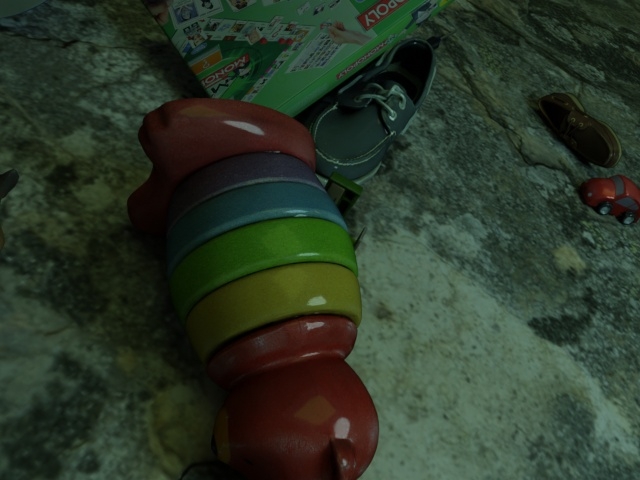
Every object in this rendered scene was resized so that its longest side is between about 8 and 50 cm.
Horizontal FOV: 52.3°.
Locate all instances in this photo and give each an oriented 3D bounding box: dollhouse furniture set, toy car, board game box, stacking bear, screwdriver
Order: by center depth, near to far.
[{"bbox_3d":[-0.042,0.056,0.512,0.164,0.175,0.289,-6,63,-25],"label":"stacking bear"},{"bbox_3d":[0.000,0.000,0.650,0.076,0.058,0.151,30,42,-1],"label":"dollhouse furniture set"},{"bbox_3d":[-0.017,-0.281,0.741,0.317,0.046,0.213,-35,78,1],"label":"board game box"},{"bbox_3d":[0.535,-0.053,1.012,0.239,0.053,0.225,42,43,11],"label":"toy car"},{"bbox_3d":[0.208,-0.354,1.134,0.025,0.024,0.170,58,39,-13],"label":"screwdriver"}]

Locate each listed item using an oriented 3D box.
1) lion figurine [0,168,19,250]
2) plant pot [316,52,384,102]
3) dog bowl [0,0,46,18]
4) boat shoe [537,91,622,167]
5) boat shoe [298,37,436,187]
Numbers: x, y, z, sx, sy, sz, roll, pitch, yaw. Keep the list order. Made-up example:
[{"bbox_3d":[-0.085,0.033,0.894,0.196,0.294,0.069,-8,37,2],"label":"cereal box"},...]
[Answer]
[{"bbox_3d":[-0.310,0.022,0.319,0.392,0.142,0.240,-26,22,-37],"label":"lion figurine"},{"bbox_3d":[0.035,-0.326,0.911,0.166,0.165,0.234,42,38,12],"label":"plant pot"},{"bbox_3d":[-0.359,-0.352,0.623,0.265,0.265,0.104,6,51,-25],"label":"dog bowl"},{"bbox_3d":[0.416,-0.179,1.061,0.060,0.064,0.178,-3,45,-25],"label":"boat shoe"},{"bbox_3d":[0.063,-0.172,0.819,0.116,0.099,0.319,36,42,5],"label":"boat shoe"}]
